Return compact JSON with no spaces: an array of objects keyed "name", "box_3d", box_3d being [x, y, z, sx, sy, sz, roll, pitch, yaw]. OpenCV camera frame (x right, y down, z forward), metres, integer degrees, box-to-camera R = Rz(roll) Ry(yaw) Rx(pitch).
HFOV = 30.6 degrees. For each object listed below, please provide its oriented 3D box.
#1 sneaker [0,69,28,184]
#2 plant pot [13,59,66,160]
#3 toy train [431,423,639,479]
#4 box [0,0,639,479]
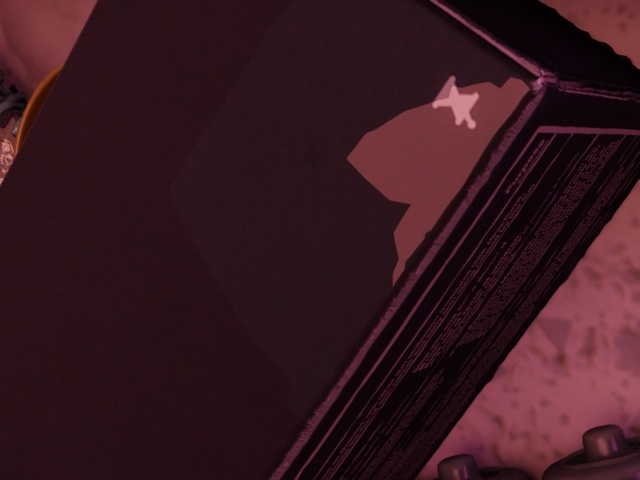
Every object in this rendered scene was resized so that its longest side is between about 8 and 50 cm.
[{"name":"sneaker","box_3d":[-0.221,-0.069,0.792,0.122,0.110,0.283,-16,95,14]},{"name":"plant pot","box_3d":[-0.107,-0.045,0.725,0.134,0.095,0.134,0,90,30]},{"name":"toy train","box_3d":[0.146,0.173,0.575,0.334,0.190,0.142,-15,88,26]},{"name":"box","box_3d":[0.000,0.000,0.572,0.183,0.294,0.296,39,109,17]}]
